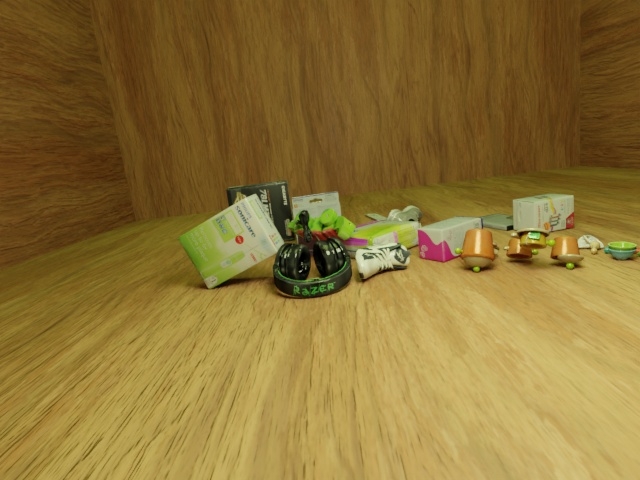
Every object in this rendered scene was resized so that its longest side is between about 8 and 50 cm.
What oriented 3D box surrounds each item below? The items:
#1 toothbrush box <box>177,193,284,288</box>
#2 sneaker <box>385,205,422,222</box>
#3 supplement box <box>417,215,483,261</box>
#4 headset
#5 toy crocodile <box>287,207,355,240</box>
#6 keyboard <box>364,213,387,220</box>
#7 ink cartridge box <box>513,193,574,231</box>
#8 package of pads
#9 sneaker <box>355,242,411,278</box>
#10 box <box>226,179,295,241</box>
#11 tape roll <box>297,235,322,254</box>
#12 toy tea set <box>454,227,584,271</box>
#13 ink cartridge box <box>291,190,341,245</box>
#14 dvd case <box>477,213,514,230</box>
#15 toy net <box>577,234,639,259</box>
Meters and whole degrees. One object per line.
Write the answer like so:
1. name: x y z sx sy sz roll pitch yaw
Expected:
1. toothbrush box: -0.297 0.003 1.416 0.283 0.206 0.122 -27 7 13
2. sneaker: 0.415 -0.088 1.975 0.115 0.105 0.281 40 32 26
3. supplement box: 0.456 -0.009 1.462 0.220 0.111 0.114 -15 14 -34
4. headset: -0.033 0.039 1.353 0.243 0.185 0.394 -7 22 -1
5. toy crocodile: -0.003 -0.046 1.581 0.340 0.105 0.115 0 -31 45
6. keyboard: 0.317 -0.134 2.370 0.072 0.014 0.256 -9 12 -8
7. ink cartridge box: 0.862 -0.105 1.628 0.176 0.128 0.127 -10 12 -10
8. package of pads: 0.223 -0.009 1.627 0.296 0.101 0.229 -17 15 -37
9. sneaker: 0.208 0.057 1.337 0.153 0.094 0.235 -12 -1 21
10. box: -0.286 -0.129 2.032 0.293 0.296 0.073 -8 11 -6
11. tape roll: 0.000 0.000 1.771 0.189 0.080 0.189 -6 11 1
12. toy tea set: 0.573 0.045 1.231 0.336 0.124 0.200 -2 -17 39
13. ink cartridge box: -0.014 -0.102 1.911 0.223 0.224 0.045 -8 12 -9
14. dvd case: 0.791 -0.083 1.825 0.180 0.022 0.253 -11 12 -18
15. toy net: 0.873 0.012 1.270 0.122 0.045 0.232 -8 12 -5
